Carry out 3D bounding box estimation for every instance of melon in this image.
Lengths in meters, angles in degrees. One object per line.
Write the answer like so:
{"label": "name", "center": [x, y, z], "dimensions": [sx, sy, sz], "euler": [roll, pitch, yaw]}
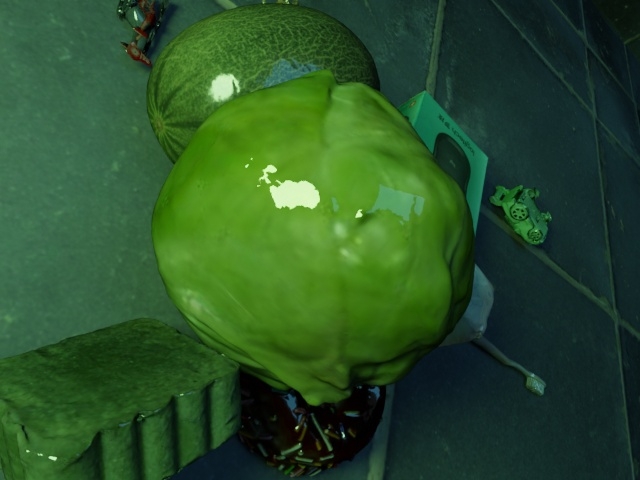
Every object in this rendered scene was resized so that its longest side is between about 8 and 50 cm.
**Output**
{"label": "melon", "center": [-0.066, -0.175, 0.666], "dimensions": [0.301, 0.237, 0.238], "euler": [-17, 83, -31]}

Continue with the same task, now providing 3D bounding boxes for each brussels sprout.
{"label": "brussels sprout", "center": [0.000, 0.000, 0.511], "dimensions": [0.328, 0.328, 0.247], "euler": [37, 46, -23]}

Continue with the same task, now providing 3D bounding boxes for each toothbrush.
{"label": "toothbrush", "center": [0.342, 0.223, 0.991], "dimensions": [0.307, 0.025, 0.030], "euler": [37, 60, -24]}

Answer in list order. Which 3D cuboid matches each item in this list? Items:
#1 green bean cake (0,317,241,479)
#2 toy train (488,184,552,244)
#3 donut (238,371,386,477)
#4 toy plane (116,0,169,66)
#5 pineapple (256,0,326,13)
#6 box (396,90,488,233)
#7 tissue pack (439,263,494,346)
{"label": "green bean cake", "center": [-0.184, 0.148, 0.460], "dimensions": [0.183, 0.184, 0.094], "euler": [-12, 104, -45]}
{"label": "toy train", "center": [0.462, -0.061, 1.185], "dimensions": [0.149, 0.081, 0.099], "euler": [57, 46, -14]}
{"label": "donut", "center": [-0.002, 0.183, 0.671], "dimensions": [0.235, 0.089, 0.235], "euler": [19, 60, -36]}
{"label": "toy plane", "center": [-0.245, -0.300, 0.706], "dimensions": [0.060, 0.037, 0.145], "euler": [29, 51, -41]}
{"label": "pineapple", "center": [-0.038, -0.315, 0.819], "dimensions": [0.161, 0.136, 0.176], "euler": [0, 71, -41]}
{"label": "box", "center": [0.183, -0.091, 0.925], "dimensions": [0.205, 0.118, 0.312], "euler": [38, 51, -20]}
{"label": "tissue pack", "center": [0.092, 0.029, 0.739], "dimensions": [0.271, 0.201, 0.124], "euler": [49, 52, -13]}
